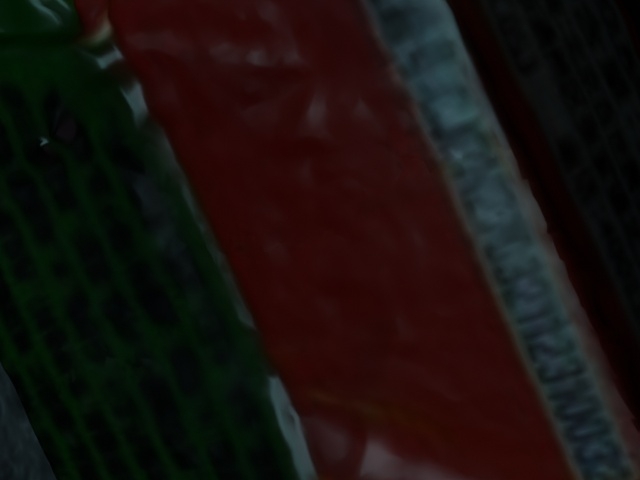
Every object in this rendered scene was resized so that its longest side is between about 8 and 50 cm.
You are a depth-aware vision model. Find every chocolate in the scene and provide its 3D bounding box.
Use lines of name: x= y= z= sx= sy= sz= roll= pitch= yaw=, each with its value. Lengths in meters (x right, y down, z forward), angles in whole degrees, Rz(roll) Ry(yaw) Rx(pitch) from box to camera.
chocolate: x=0.000 y=0.000 z=0.834 sx=0.341 sy=0.161 sz=0.360 roll=-22 pitch=95 yaw=42
